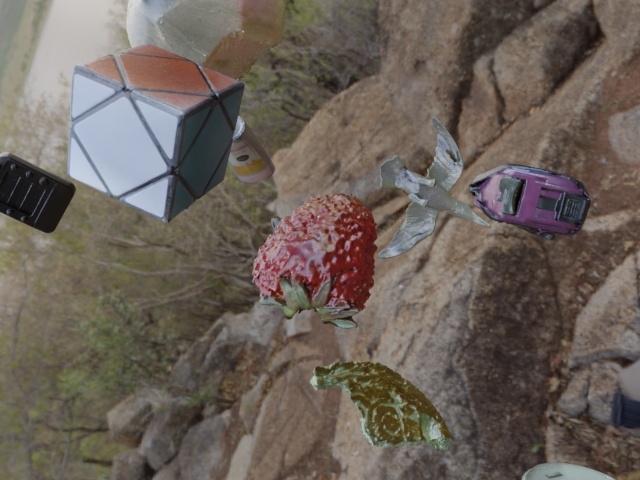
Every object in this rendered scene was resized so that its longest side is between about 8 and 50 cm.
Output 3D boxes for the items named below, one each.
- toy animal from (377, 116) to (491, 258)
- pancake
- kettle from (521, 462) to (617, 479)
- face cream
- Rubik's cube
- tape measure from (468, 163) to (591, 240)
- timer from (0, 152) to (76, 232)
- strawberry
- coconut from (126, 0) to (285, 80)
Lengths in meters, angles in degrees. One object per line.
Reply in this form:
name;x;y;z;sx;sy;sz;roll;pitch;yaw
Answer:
toy animal;0.156;-0.054;0.907;0.155;0.095;0.219;33;99;35
pancake;0.144;0.393;1.517;0.197;0.376;0.054;-58;-1;-44
kettle;0.469;0.628;1.306;0.264;0.205;0.318;6;100;34
face cream;-0.194;-0.224;1.656;0.269;0.107;0.073;61;-162;-71
Rubik's cube;-0.277;-0.186;1.104;0.205;0.207;0.205;-52;-16;-56
tape measure;0.460;-0.087;1.460;0.231;0.245;0.149;-127;48;-82
timer;-0.693;-0.115;1.552;0.144;0.187;0.055;-53;23;20
strawberry;0.000;0.000;1.252;0.138;0.233;0.307;102;178;-61
coconut;-0.253;-0.476;1.392;0.297;0.309;0.298;8;107;28
